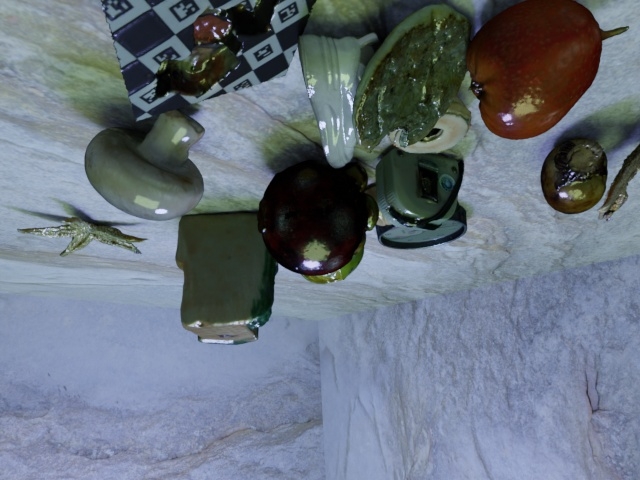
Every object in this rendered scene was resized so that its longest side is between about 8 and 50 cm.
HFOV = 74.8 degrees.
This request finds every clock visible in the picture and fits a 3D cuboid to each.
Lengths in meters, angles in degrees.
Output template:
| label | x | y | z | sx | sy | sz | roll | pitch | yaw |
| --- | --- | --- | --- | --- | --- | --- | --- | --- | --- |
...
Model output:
| label | x | y | z | sx | sy | sz | roll | pitch | yaw |
| --- | --- | --- | --- | --- | --- | --- | --- | --- | --- |
| clock | 0.353 | -0.044 | 1.470 | 0.318 | 0.066 | 0.319 | -3 | 160 | -1 |

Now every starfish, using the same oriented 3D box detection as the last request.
| label | x | y | z | sx | sy | sz | roll | pitch | yaw |
| --- | --- | --- | --- | --- | --- | --- | --- | --- | --- |
| starfish | 0.767 | -0.175 | 0.945 | 0.383 | 0.132 | 0.398 | -14 | 155 | -49 |
| starfish | -0.736 | -0.020 | 1.348 | 0.346 | 0.078 | 0.358 | 4 | 160 | -17 |

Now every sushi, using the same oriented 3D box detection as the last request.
| label | x | y | z | sx | sy | sz | roll | pitch | yaw |
| --- | --- | --- | --- | --- | --- | --- | --- | --- | --- |
| sushi | -0.145 | -0.300 | 0.573 | 0.293 | 0.059 | 0.292 | -26 | 175 | -22 |

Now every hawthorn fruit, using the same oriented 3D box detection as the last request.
| label | x | y | z | sx | sy | sz | roll | pitch | yaw |
| --- | --- | --- | --- | --- | --- | --- | --- | --- | --- |
| hawthorn fruit | 0.343 | -0.272 | 0.638 | 0.225 | 0.197 | 0.196 | -22 | 156 | 16 |

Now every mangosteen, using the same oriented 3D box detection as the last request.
| label | x | y | z | sx | sy | sz | roll | pitch | yaw |
| --- | --- | --- | --- | --- | --- | --- | --- | --- | --- |
| mangosteen | -0.007 | -0.055 | 1.052 | 0.310 | 0.312 | 0.311 | -3 | 161 | -1 |

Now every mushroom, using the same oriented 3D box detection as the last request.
| label | x | y | z | sx | sy | sz | roll | pitch | yaw |
| --- | --- | --- | --- | --- | --- | --- | --- | --- | --- |
| mushroom | -0.333 | -0.167 | 0.846 | 0.243 | 0.244 | 0.243 | -3 | 161 | -1 |

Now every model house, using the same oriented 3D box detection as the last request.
| label | x | y | z | sx | sy | sz | roll | pitch | yaw |
| --- | --- | --- | --- | --- | --- | --- | --- | --- | --- |
| model house | -0.284 | 0.139 | 1.408 | 0.334 | 0.383 | 0.343 | -2 | 156 | 3 |

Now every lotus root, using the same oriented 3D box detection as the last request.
| label | x | y | z | sx | sy | sz | roll | pitch | yaw |
| --- | --- | --- | --- | --- | --- | --- | --- | --- | --- |
| lotus root | 0.629 | -0.151 | 1.045 | 0.141 | 0.170 | 0.314 | 5 | 170 | 30 |

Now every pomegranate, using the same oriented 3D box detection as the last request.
| label | x | y | z | sx | sy | sz | roll | pitch | yaw |
| --- | --- | --- | --- | --- | --- | --- | --- | --- | --- |
| pomegranate | 0.000 | 0.000 | 1.339 | 0.235 | 0.236 | 0.302 | -22 | 116 | 43 |

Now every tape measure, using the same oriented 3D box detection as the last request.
| label | x | y | z | sx | sy | sz | roll | pitch | yaw |
| --- | --- | --- | --- | --- | --- | --- | --- | --- | --- |
| tape measure | 0.262 | -0.119 | 1.031 | 0.235 | 0.207 | 0.115 | 7 | 156 | -21 |

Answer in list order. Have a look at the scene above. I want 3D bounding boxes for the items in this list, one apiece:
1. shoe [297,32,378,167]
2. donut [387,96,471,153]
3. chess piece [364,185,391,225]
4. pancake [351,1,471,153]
| label | x | y | z | sx | sy | sz | roll | pitch | yaw |
| --- | --- | --- | --- | --- | --- | --- | --- | --- | --- |
| shoe | 0.062 | -0.251 | 0.756 | 0.159 | 0.124 | 0.316 | -14 | 160 | 8 |
| donut | 0.222 | -0.245 | 0.866 | 0.174 | 0.068 | 0.175 | -1 | 162 | 0 |
| chess piece | 0.166 | -0.101 | 1.228 | 0.300 | 0.137 | 0.137 | 3 | 163 | 18 |
| pancake | 0.152 | -0.254 | 0.686 | 0.253 | 0.037 | 0.254 | -27 | 144 | -22 |
